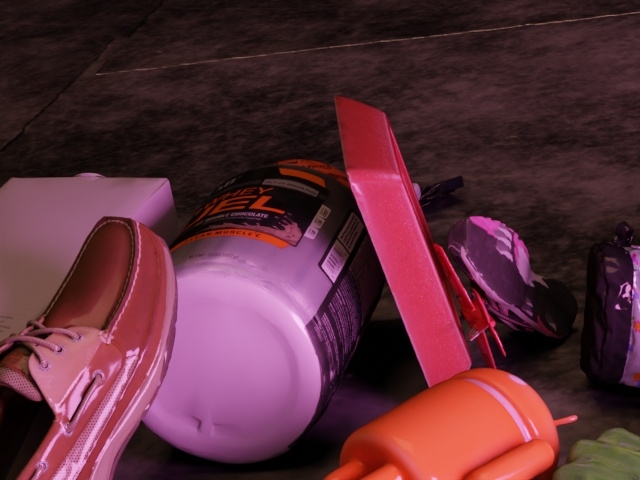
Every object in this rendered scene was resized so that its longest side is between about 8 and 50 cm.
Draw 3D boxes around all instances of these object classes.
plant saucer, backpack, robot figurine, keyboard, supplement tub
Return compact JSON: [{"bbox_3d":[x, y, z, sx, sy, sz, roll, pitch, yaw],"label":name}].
[{"bbox_3d":[0.083,0.001,1.776,0.048,0.258,0.259,-20,20,6],"label":"plant saucer"},{"bbox_3d":[0.334,0.074,1.670,0.182,0.152,0.115,2,27,-1],"label":"backpack"},{"bbox_3d":[0.103,0.182,1.491,0.219,0.158,0.128,-25,65,-34],"label":"robot figurine"},{"bbox_3d":[0.083,-0.032,2.205,0.192,0.038,0.100,-19,-1,-19],"label":"keyboard"},{"bbox_3d":[-0.054,0.054,1.785,0.207,0.207,0.338,-4,21,15],"label":"supplement tub"}]

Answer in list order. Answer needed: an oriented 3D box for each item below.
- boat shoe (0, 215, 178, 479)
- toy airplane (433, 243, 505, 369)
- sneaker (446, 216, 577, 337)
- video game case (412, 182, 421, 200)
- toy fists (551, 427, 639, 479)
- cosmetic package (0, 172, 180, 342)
[{"bbox_3d":[-0.220,0.126,1.557,0.122,0.120,0.324,0,66,41],"label":"boat shoe"},{"bbox_3d":[0.145,0.068,1.714,0.028,0.151,0.151,-24,20,4],"label":"toy airplane"},{"bbox_3d":[0.171,0.046,1.799,0.077,0.178,0.072,-9,48,42],"label":"sneaker"},{"bbox_3d":[0.000,0.000,2.098,0.183,0.023,0.201,0,36,25],"label":"video game case"},{"bbox_3d":[0.291,0.184,1.448,0.142,0.096,0.279,22,35,37],"label":"toy fists"},{"bbox_3d":[-0.290,0.083,1.772,0.197,0.155,0.365,1,29,26],"label":"cosmetic package"}]
